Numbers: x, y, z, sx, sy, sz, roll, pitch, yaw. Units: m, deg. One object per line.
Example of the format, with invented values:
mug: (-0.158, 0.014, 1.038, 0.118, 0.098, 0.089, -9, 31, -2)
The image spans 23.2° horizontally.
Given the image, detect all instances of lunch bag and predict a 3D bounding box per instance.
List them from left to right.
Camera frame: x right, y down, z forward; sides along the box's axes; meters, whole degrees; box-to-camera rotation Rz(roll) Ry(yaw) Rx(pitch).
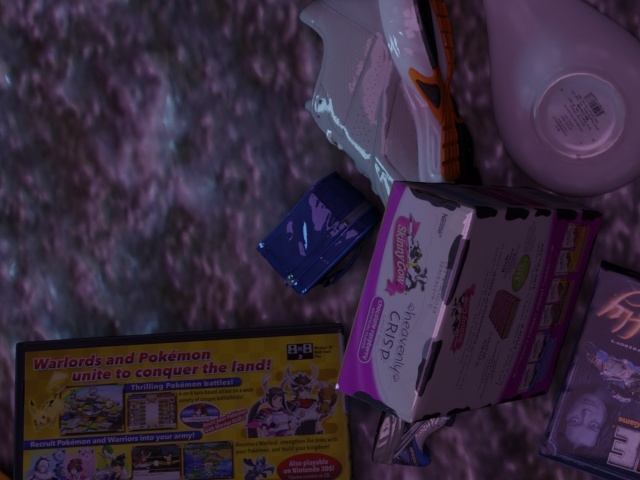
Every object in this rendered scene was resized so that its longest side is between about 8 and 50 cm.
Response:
lunch bag: (0.000, 0.000, 1.271, 0.065, 0.067, 0.098, 45, 112, 4)

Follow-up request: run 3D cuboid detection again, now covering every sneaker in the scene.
sneaker: (0.053, -0.083, 1.248, 0.121, 0.099, 0.262, -10, 88, 23)
sneaker: (0.086, 0.126, 1.283, 0.058, 0.052, 0.135, 17, 107, 0)

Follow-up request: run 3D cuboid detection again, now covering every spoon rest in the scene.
spoon rest: (0.172, -0.160, 1.222, 0.137, 0.084, 0.276, -29, 103, 15)

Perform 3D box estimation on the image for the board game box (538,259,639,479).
board game box: (0.313, 0.132, 1.230, 0.243, 0.042, 0.165, 18, 100, 10)

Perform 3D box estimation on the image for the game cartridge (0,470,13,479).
game cartridge: (-0.353, 0.305, 1.304, 0.324, 0.285, 0.052, 36, 146, 9)

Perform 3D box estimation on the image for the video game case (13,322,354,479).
video game case: (-0.110, 0.197, 1.261, 0.275, 0.035, 0.248, -4, 71, 2)

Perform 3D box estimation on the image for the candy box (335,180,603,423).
candy box: (0.116, 0.041, 1.164, 0.071, 0.233, 0.159, 21, 101, 30)
